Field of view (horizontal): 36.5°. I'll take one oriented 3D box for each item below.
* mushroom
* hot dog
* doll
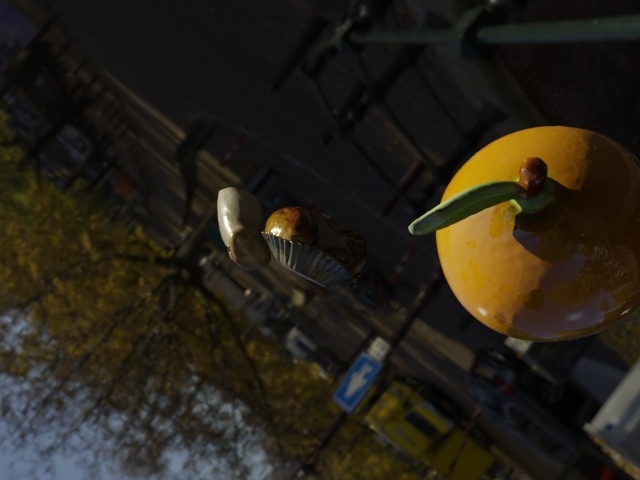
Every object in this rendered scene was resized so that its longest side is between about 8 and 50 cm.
[{"bbox_3d":[-0.148,-0.029,1.835,0.212,0.088,0.097,-104,7,-55],"label":"mushroom"},{"bbox_3d":[0.000,0.000,1.473,0.163,0.081,0.270,31,-169,2],"label":"hot dog"},{"bbox_3d":[0.203,-0.015,0.882,0.213,0.213,0.236,35,177,29],"label":"doll"}]
